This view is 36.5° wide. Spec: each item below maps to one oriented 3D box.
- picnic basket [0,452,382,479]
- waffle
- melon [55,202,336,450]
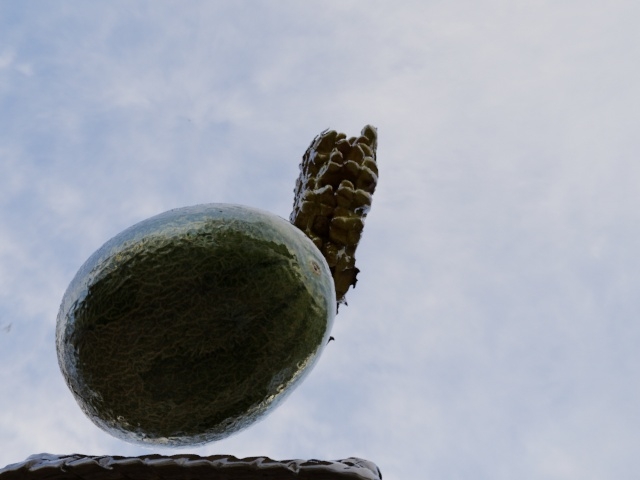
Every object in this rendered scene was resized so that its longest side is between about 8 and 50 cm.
[{"bbox_3d":[-0.061,0.149,0.449,0.193,0.055,0.110,0,-86,3],"label":"picnic basket"},{"bbox_3d":[0.000,0.000,0.863,0.070,0.197,0.193,14,-46,-3],"label":"waffle"},{"bbox_3d":[-0.080,0.052,0.570,0.192,0.139,0.139,-27,-79,27],"label":"melon"}]
